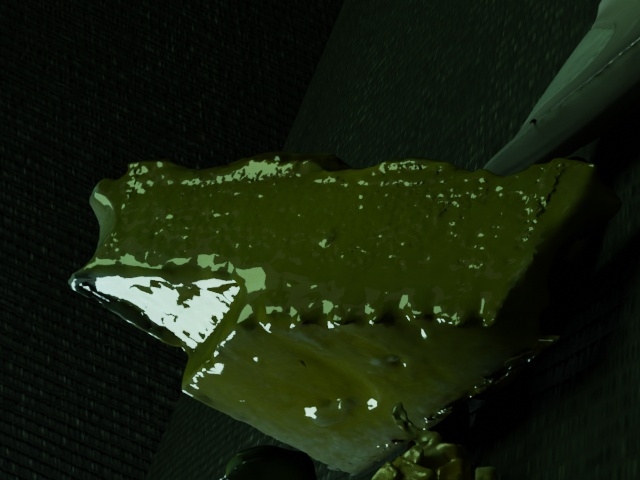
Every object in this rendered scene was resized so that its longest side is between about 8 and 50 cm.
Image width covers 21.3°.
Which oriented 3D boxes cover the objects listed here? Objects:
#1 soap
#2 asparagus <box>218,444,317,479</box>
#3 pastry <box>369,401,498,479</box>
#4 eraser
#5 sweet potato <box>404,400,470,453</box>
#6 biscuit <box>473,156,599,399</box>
[{"bbox_3d":[0.000,0.000,1.250,0.338,0.304,0.169,-45,19,53],"label":"soap"},{"bbox_3d":[-0.051,0.285,1.245,0.128,0.108,0.382,-72,-14,-62],"label":"asparagus"},{"bbox_3d":[0.054,0.240,1.156,0.154,0.102,0.250,126,166,-73],"label":"pastry"},{"bbox_3d":[0.234,-0.138,1.290,0.204,0.059,0.243,-53,10,-21],"label":"eraser"},{"bbox_3d":[0.084,0.187,1.299,0.058,0.055,0.202,-12,36,28],"label":"sweet potato"},{"bbox_3d":[0.159,0.028,1.353,0.212,0.036,0.212,-61,10,19],"label":"biscuit"}]
